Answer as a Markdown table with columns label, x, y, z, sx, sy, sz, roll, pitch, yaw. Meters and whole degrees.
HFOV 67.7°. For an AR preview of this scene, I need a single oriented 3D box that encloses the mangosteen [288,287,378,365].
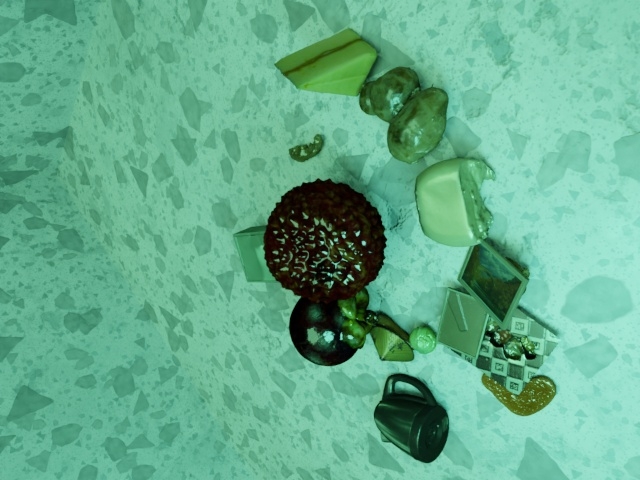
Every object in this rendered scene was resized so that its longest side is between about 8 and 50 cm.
| label | x | y | z | sx | sy | sz | roll | pitch | yaw |
| --- | --- | --- | --- | --- | --- | --- | --- | --- | --- |
| mangosteen | 0.037 | 0.308 | 1.790 | 0.329 | 0.330 | 0.330 | 17 | 118 | 34 |

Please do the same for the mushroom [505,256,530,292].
| label | x | y | z | sx | sy | sz | roll | pitch | yaw |
| --- | --- | --- | --- | --- | --- | --- | --- | --- | --- |
| mushroom | 0.563 | 0.115 | 1.430 | 0.127 | 0.087 | 0.127 | 39 | 135 | 54 |

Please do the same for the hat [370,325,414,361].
| label | x | y | z | sx | sy | sz | roll | pitch | yaw |
| --- | --- | --- | --- | --- | --- | --- | --- | --- | --- |
| hat | 0.245 | 0.410 | 1.763 | 0.193 | 0.082 | 0.193 | 31 | 149 | 21 |

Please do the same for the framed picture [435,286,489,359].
| label | x | y | z | sx | sy | sz | roll | pitch | yaw |
| --- | --- | --- | --- | --- | --- | --- | --- | --- | --- |
| framed picture | 0.460 | 0.267 | 1.542 | 0.150 | 0.015 | 0.203 | 19 | 111 | 33 |

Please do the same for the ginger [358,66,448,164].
| label | x | y | z | sx | sy | sz | roll | pitch | yaw |
| --- | --- | --- | --- | --- | --- | --- | --- | --- | --- |
| ginger | 0.245 | -0.397 | 1.435 | 0.304 | 0.155 | 0.245 | 56 | 140 | 18 |

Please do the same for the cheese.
| label | x | y | z | sx | sy | sz | roll | pitch | yaw |
| --- | --- | --- | --- | --- | --- | --- | --- | --- | --- |
| cheese | 0.402 | -0.113 | 1.429 | 0.233 | 0.127 | 0.266 | -3 | 108 | 38 |

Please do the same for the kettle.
| label | x | y | z | sx | sy | sz | roll | pitch | yaw |
| --- | --- | --- | --- | --- | --- | --- | --- | --- | --- |
| kettle | 0.310 | 0.666 | 1.790 | 0.271 | 0.207 | 0.251 | 4 | 118 | 47 |

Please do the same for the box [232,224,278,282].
| label | x | y | z | sx | sy | sz | roll | pitch | yaw |
| --- | --- | --- | --- | --- | --- | --- | --- | --- | --- |
| box | -0.232 | 0.055 | 2.037 | 0.224 | 0.117 | 0.225 | -4 | 106 | 41 |

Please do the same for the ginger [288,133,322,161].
| label | x | y | z | sx | sy | sz | roll | pitch | yaw |
| --- | --- | --- | --- | --- | --- | --- | --- | --- | --- |
| ginger | -0.049 | -0.336 | 1.767 | 0.173 | 0.051 | 0.070 | -19 | 101 | 38 |

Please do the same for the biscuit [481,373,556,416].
| label | x | y | z | sx | sy | sz | roll | pitch | yaw |
| --- | --- | --- | --- | --- | --- | --- | --- | --- | --- |
| biscuit | 0.639 | 0.465 | 1.535 | 0.192 | 0.036 | 0.186 | 44 | 128 | 18 |

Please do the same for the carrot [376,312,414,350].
| label | x | y | z | sx | sy | sz | roll | pitch | yaw |
| --- | --- | --- | --- | --- | --- | --- | --- | --- | --- |
| carrot | 0.278 | 0.342 | 1.770 | 0.186 | 0.060 | 0.060 | 40 | 129 | 21 |

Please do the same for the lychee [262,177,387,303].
| label | x | y | z | sx | sy | sz | roll | pitch | yaw |
| --- | --- | --- | --- | --- | --- | --- | --- | --- | --- |
| lychee | 0.000 | 0.000 | 1.625 | 0.499 | 0.424 | 0.425 | 19 | 122 | 55 |

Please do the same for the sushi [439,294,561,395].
| label | x | y | z | sx | sy | sz | roll | pitch | yaw |
| --- | --- | --- | --- | --- | --- | --- | --- | --- | --- |
| sushi | 0.565 | 0.306 | 1.514 | 0.290 | 0.050 | 0.264 | 36 | 119 | 25 |

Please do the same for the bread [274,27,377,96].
| label | x | y | z | sx | sy | sz | roll | pitch | yaw |
| --- | --- | --- | --- | --- | --- | --- | --- | --- | --- |
| bread | 0.019 | -0.554 | 1.454 | 0.168 | 0.263 | 0.163 | 50 | 130 | 28 |

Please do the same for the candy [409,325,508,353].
| label | x | y | z | sx | sy | sz | roll | pitch | yaw |
| --- | --- | --- | --- | --- | --- | --- | --- | --- | --- |
| candy | 0.464 | 0.347 | 1.619 | 0.335 | 0.093 | 0.092 | -3 | 149 | 32 |

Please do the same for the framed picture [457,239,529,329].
| label | x | y | z | sx | sy | sz | roll | pitch | yaw |
| --- | --- | --- | --- | --- | --- | --- | --- | --- | --- |
| framed picture | 0.506 | 0.117 | 1.422 | 0.250 | 0.016 | 0.184 | -120 | 35 | -51 |
